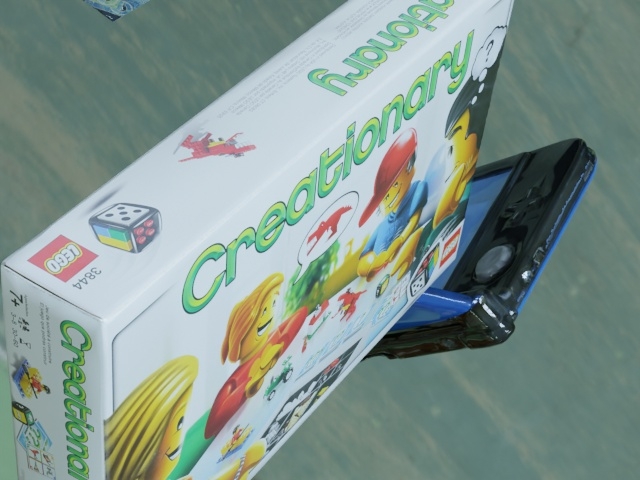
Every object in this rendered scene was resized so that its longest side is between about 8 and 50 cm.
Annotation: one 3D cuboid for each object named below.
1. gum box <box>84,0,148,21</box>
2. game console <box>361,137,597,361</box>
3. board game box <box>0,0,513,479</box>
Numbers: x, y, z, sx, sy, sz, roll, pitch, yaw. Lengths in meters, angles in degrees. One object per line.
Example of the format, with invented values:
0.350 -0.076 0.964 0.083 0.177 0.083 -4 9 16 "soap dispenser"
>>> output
-0.193 -0.299 1.300 0.184 0.041 0.157 -22 141 36 "gum box"
0.000 0.000 0.940 0.173 0.293 0.250 45 58 -20 "game console"
-0.017 0.008 0.616 0.305 0.053 0.193 -44 152 -40 "board game box"
